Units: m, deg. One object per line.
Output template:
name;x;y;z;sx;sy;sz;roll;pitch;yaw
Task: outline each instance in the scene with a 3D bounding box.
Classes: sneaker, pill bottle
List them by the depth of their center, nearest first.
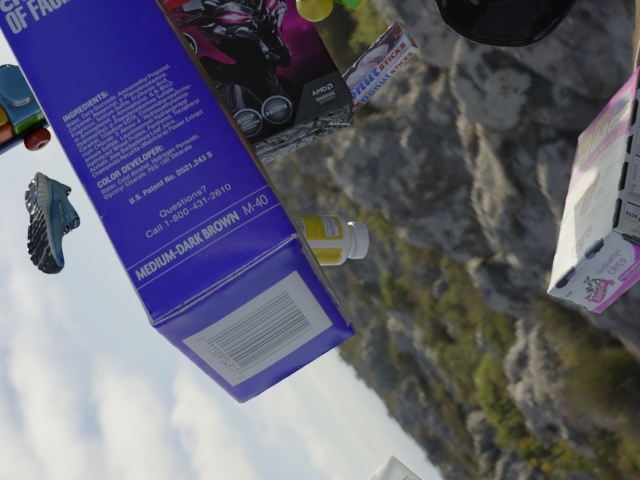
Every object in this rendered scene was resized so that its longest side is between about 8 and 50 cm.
pill bottle;0.000;0.000;1.455;0.065;0.116;0.065;180;90;-70
sneaker;-0.362;-0.025;1.568;0.073;0.063;0.162;12;-130;-32

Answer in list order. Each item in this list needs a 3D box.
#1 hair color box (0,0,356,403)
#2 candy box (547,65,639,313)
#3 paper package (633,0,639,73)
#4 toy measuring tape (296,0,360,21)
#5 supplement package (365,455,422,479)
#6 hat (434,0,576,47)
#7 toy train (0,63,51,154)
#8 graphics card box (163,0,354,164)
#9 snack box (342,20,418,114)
hair color box;-0.112;-0.071;0.786;0.338;0.110;0.185;57;178;25
candy box;0.336;-0.056;1.272;0.071;0.233;0.159;22;150;-5
paper package;0.653;-0.473;1.979;0.325;0.168;0.309;-67;-18;-52
toy measuring tape;0.042;-0.397;1.232;0.121;0.330;0.121;24;-169;-5
supplement package;0.132;0.405;1.368;0.244;0.134;0.139;53;169;-28
hat;0.201;-0.394;1.460;0.331;0.134;0.331;26;127;41
toy train;-0.495;-0.147;1.566;0.105;0.248;0.143;53;161;9
graphics card box;-0.133;-0.288;1.637;0.094;0.233;0.370;93;152;-72
snack box;0.085;-0.281;1.886;0.022;0.178;0.064;14;-139;-46
